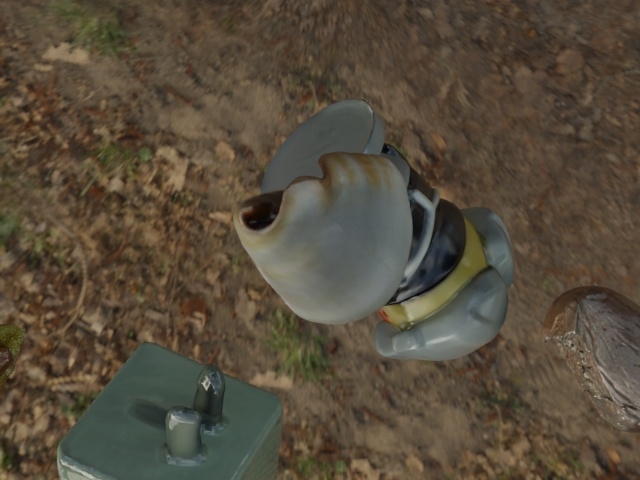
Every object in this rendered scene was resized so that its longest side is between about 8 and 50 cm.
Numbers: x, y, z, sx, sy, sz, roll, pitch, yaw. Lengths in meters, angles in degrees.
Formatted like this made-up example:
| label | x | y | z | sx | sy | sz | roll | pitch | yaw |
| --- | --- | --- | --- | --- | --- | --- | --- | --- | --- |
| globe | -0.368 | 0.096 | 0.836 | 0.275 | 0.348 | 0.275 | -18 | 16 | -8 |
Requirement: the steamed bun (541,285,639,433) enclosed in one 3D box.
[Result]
| label | x | y | z | sx | sy | sz | roll | pitch | yaw |
| --- | --- | --- | --- | --- | --- | --- | --- | --- | --- |
| steamed bun | 0.298 | 0.121 | 1.113 | 0.175 | 0.145 | 0.106 | 43 | 93 | 0 |

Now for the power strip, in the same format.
| label | x | y | z | sx | sy | sz | roll | pitch | yaw |
| --- | --- | --- | --- | --- | --- | --- | --- | --- | --- |
| power strip | -0.119 | 0.179 | 0.909 | 0.140 | 0.139 | 0.224 | 22 | 136 | 16 |

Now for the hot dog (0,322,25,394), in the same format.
| label | x | y | z | sx | sy | sz | roll | pitch | yaw |
| --- | --- | --- | --- | --- | --- | --- | --- | --- | --- |
| hot dog | -0.513 | 0.217 | 1.601 | 0.093 | 0.123 | 0.261 | 36 | 71 | 29 |

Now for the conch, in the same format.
| label | x | y | z | sx | sy | sz | roll | pitch | yaw |
| --- | --- | --- | --- | --- | --- | --- | --- | --- | --- |
| conch | -0.002 | -0.011 | 0.698 | 0.104 | 0.094 | 0.176 | -19 | 146 | 20 |

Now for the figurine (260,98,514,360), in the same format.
| label | x | y | z | sx | sy | sz | roll | pitch | yaw |
| --- | --- | --- | --- | --- | --- | --- | --- | --- | --- |
| figurine | 0.067 | 0.010 | 0.955 | 0.133 | 0.176 | 0.236 | -16 | 133 | 40 |
